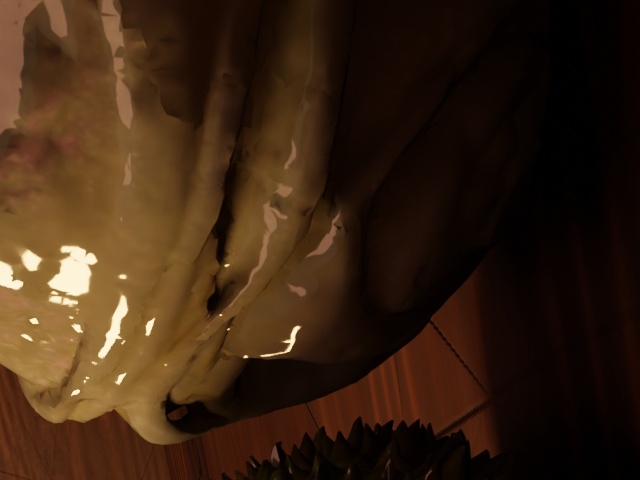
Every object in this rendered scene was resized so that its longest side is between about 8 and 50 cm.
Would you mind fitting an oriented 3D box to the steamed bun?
[{"bbox_3d":[-0.023,-0.063,0.501,0.280,0.207,0.268,65,-136,-59],"label":"steamed bun"}]

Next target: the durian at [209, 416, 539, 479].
[{"bbox_3d":[0.020,0.204,0.536,0.291,0.224,0.291,164,90,-82],"label":"durian"}]
